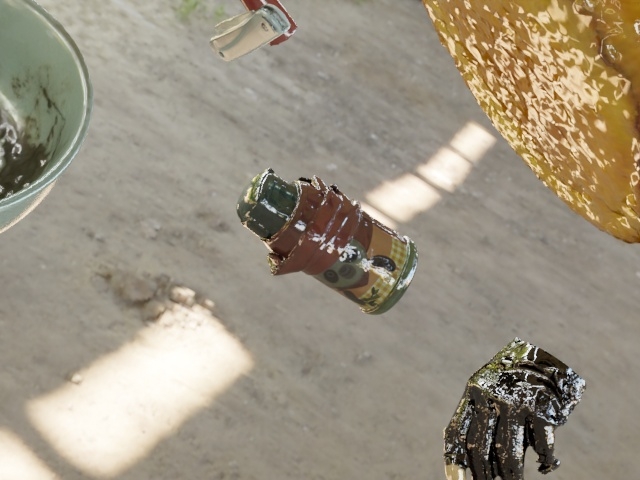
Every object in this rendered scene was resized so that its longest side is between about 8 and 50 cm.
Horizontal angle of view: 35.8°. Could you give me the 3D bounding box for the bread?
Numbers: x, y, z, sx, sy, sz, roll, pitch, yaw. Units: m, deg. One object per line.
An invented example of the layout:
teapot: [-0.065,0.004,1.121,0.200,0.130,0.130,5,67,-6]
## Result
bread: [0.189,-0.146,0.633,0.312,0.172,0.312,55,-7,10]

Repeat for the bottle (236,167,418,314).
bottle: [0.000,0.000,1.446,0.271,0.156,0.143,30,-20,-18]

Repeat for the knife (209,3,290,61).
knife: [-0.078,-0.219,1.038,0.044,0.023,0.162,52,-20,-15]

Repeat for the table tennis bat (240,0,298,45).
table tennis bat: [-0.125,-0.345,1.083,0.310,0.200,0.038,52,9,-30]

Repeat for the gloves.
gloves: [0.185,0.197,1.036,0.129,0.181,0.106,31,-9,34]

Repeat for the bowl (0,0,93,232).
bowl: [-0.354,-0.096,0.865,0.289,0.146,0.289,11,55,-16]
